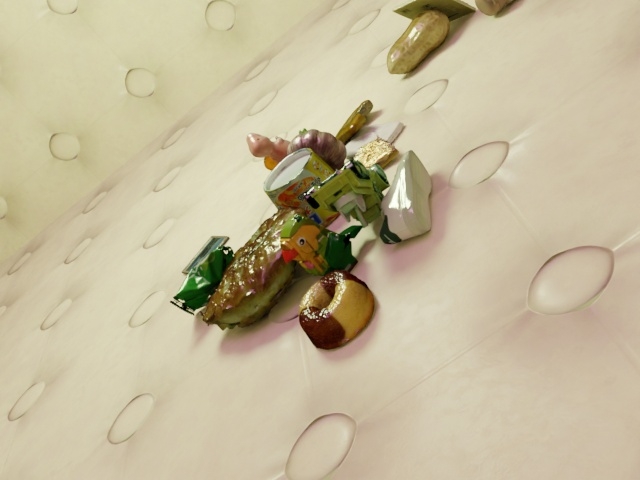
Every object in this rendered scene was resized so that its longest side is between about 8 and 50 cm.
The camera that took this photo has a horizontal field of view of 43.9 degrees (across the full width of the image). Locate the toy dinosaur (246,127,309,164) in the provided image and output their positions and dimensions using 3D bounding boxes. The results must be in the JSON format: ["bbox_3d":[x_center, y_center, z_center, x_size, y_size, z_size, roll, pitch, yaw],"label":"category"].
[{"bbox_3d":[-0.092,-0.249,2.219,0.177,0.194,0.152,-25,-15,-47],"label":"toy dinosaur"}]

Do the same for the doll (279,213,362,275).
[{"bbox_3d":[-0.002,0.008,1.718,0.106,0.186,0.134,4,79,56],"label":"doll"}]

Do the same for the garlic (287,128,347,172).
[{"bbox_3d":[-0.008,-0.223,2.113,0.147,0.159,0.102,-56,18,39],"label":"garlic"}]

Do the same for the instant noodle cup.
[{"bbox_3d":[-0.037,-0.131,2.012,0.205,0.153,0.205,-32,26,18],"label":"instant noodle cup"}]

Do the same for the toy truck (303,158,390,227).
[{"bbox_3d":[0.081,-0.089,1.753,0.128,0.135,0.259,-35,-7,18],"label":"toy truck"}]

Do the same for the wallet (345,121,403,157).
[{"bbox_3d":[0.135,-0.272,2.134,0.124,0.032,0.183,-49,24,-20],"label":"wallet"}]

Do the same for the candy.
[{"bbox_3d":[-0.283,0.105,2.026,0.203,0.141,0.078,-49,54,-6],"label":"candy"}]

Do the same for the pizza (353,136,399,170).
[{"bbox_3d":[0.133,-0.207,2.018,0.160,0.036,0.099,-27,42,30],"label":"pizza"}]

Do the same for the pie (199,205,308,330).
[{"bbox_3d":[-0.141,0.063,1.866,0.355,0.103,0.288,-45,20,20],"label":"pie"}]

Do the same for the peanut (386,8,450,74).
[{"bbox_3d":[0.281,-0.579,2.327,0.236,0.110,0.120,-46,34,-5],"label":"peanut"}]

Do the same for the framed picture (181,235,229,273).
[{"bbox_3d":[-0.338,0.043,2.331,0.149,0.011,0.109,-52,27,-22],"label":"framed picture"}]

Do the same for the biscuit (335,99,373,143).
[{"bbox_3d":[0.101,-0.338,2.230,0.183,0.039,0.174,-55,7,-28],"label":"biscuit"}]

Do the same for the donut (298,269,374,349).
[{"bbox_3d":[0.025,0.133,1.591,0.166,0.073,0.184,-37,24,18],"label":"donut"}]

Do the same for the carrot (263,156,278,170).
[{"bbox_3d":[-0.161,-0.281,2.560,0.057,0.057,0.224,-38,22,8],"label":"carrot"}]

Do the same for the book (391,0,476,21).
[{"bbox_3d":[0.336,-0.683,2.356,0.168,0.192,0.013,-13,74,47],"label":"book"}]

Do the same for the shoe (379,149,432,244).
[{"bbox_3d":[0.173,-0.094,1.718,0.110,0.095,0.265,-31,29,25],"label":"shoe"}]

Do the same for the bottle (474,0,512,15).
[{"bbox_3d":[0.519,-0.719,2.225,0.209,0.097,0.110,-45,11,-6],"label":"bottle"}]
